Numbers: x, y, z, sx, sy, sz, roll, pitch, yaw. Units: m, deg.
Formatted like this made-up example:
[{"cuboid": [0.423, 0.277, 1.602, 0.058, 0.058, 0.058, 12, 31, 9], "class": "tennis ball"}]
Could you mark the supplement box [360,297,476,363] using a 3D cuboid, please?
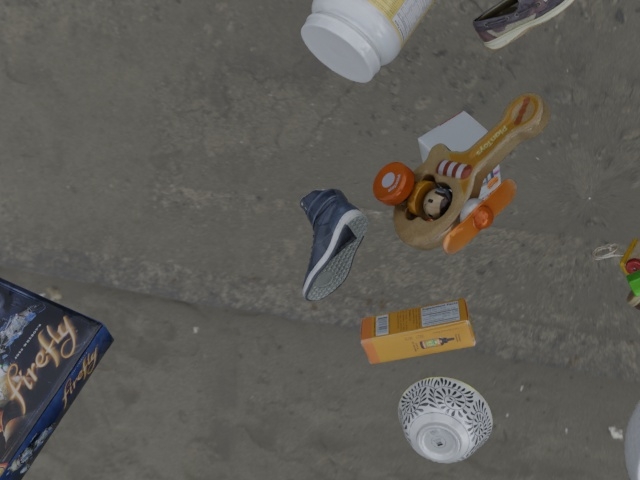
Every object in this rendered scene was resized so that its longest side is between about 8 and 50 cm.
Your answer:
[{"cuboid": [0.206, 0.193, 1.588, 0.233, 0.080, 0.078, -11, 127, 16], "class": "supplement box"}]

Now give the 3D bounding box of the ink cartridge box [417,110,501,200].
[{"cuboid": [0.315, -0.168, 1.677, 0.128, 0.176, 0.127, -33, 52, -7], "class": "ink cartridge box"}]

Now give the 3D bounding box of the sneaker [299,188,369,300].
[{"cuboid": [0.002, 0.000, 1.563, 0.163, 0.086, 0.226, 49, 118, 43], "class": "sneaker"}]

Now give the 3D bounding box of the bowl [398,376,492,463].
[{"cuboid": [0.212, 0.332, 1.311, 0.170, 0.080, 0.170, 7, 115, 15], "class": "bowl"}]

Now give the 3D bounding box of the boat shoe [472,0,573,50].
[{"cuboid": [0.472, -0.540, 1.690, 0.092, 0.103, 0.285, 37, 134, -26], "class": "boat shoe"}]

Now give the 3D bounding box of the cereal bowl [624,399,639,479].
[{"cuboid": [0.668, 0.324, 1.253, 0.338, 0.141, 0.339, 0, 113, -1], "class": "cereal bowl"}]

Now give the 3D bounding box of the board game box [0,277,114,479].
[{"cuboid": [-0.327, 0.154, 0.681, 0.165, 0.042, 0.243, 20, 61, 15], "class": "board game box"}]

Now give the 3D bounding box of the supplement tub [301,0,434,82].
[{"cuboid": [0.128, -0.569, 1.778, 0.241, 0.241, 0.331, 32, 81, 15], "class": "supplement tub"}]

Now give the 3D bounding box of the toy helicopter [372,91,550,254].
[{"cuboid": [0.275, -0.118, 1.351, 0.355, 0.140, 0.235, -45, 39, 18], "class": "toy helicopter"}]

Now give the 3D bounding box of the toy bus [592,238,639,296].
[{"cuboid": [0.544, 0.041, 1.123, 0.190, 0.202, 0.104, -30, 103, 6], "class": "toy bus"}]

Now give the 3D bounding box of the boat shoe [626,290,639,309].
[{"cuboid": [0.768, 0.050, 1.457, 0.342, 0.123, 0.123, -39, 80, 15], "class": "boat shoe"}]
